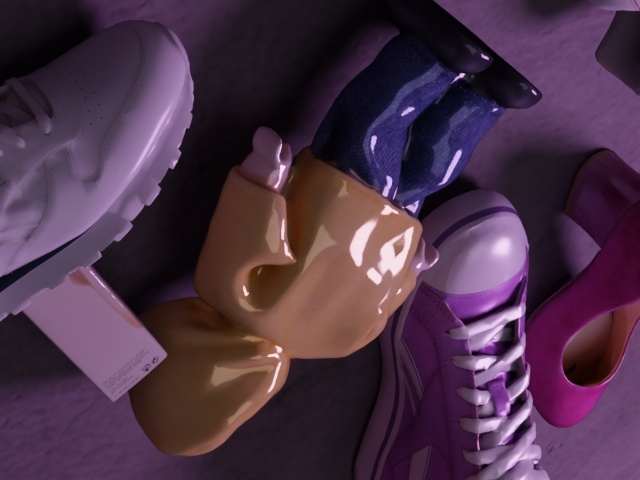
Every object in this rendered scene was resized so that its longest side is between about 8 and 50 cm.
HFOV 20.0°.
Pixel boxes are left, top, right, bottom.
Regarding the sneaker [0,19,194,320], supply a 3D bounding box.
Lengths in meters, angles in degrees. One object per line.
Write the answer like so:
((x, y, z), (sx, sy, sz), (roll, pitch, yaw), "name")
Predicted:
((-0.160, -0.024, 0.843), (0.235, 0.090, 0.095), (-44, 133, -2), "sneaker")

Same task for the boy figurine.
((0.000, 0.000, 1.000), (0.285, 0.092, 0.177), (-52, 142, 12), "boy figurine")

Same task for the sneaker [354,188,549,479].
((0.112, 0.110, 1.150), (0.102, 0.161, 0.282), (-19, 135, -26), "sneaker")

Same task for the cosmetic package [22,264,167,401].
((-0.130, 0.029, 0.936), (0.041, 0.060, 0.115), (-41, 144, -5), "cosmetic package")

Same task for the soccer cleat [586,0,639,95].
((0.188, -0.200, 0.957), (0.143, 0.116, 0.331), (-35, 142, -9), "soccer cleat")

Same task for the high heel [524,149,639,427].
((0.206, 0.061, 1.220), (0.082, 0.117, 0.244), (-17, 135, -31), "high heel")
